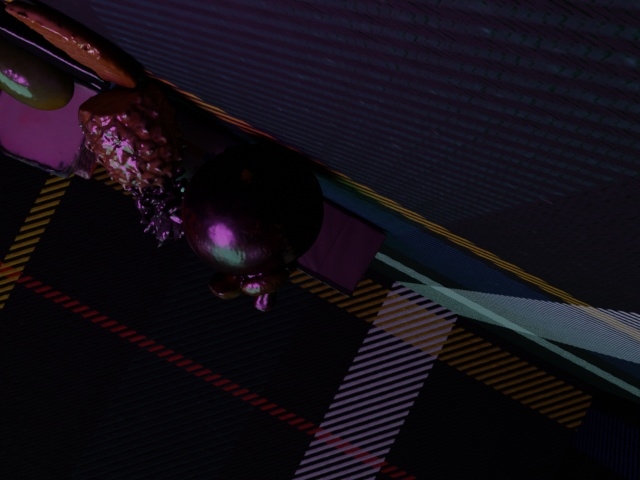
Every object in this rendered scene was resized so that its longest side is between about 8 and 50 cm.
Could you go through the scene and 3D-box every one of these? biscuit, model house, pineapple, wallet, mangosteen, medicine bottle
[{"bbox_3d":[-0.332,-0.274,1.306,0.144,0.033,0.224,24,176,31],"label":"biscuit"},{"bbox_3d":[-0.574,-0.248,2.025,0.236,0.202,0.237,20,178,10],"label":"model house"},{"bbox_3d":[-0.274,-0.108,1.452,0.157,0.157,0.279,24,137,53],"label":"pineapple"},{"bbox_3d":[-0.476,-0.330,1.585,0.247,0.041,0.323,29,180,-15],"label":"wallet"},{"bbox_3d":[-0.101,-0.018,1.428,0.228,0.266,0.228,-8,-170,2],"label":"mangosteen"},{"bbox_3d":[-0.266,-0.158,1.591,0.254,0.152,0.152,27,177,-4],"label":"medicine bottle"}]

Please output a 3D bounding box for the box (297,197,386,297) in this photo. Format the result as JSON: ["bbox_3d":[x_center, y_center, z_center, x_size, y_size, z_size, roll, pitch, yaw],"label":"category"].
[{"bbox_3d":[0.000,0.000,1.930,0.188,0.153,0.252,30,177,-11],"label":"box"}]

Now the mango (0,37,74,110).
[{"bbox_3d":[-0.591,-0.335,1.769,0.251,0.114,0.156,24,-164,-39],"label":"mango"}]
